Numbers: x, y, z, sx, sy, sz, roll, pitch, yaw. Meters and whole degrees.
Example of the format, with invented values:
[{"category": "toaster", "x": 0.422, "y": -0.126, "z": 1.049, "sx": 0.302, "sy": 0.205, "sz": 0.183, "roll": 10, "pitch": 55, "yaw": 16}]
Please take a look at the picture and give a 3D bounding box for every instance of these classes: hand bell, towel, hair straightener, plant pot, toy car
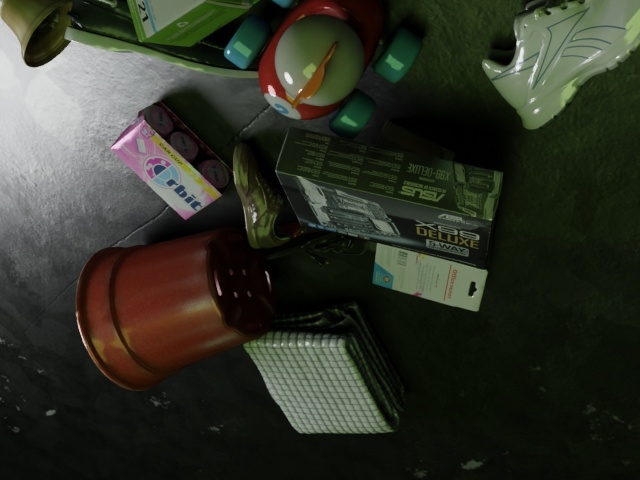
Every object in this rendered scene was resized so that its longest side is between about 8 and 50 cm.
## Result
[{"category": "hand bell", "x": -0.495, "y": -0.390, "z": 1.405, "sx": 0.242, "sy": 0.126, "sz": 0.126, "roll": 40, "pitch": 136, "yaw": 4}, {"category": "towel", "x": 0.010, "y": 0.242, "z": 1.729, "sx": 0.235, "sy": 0.121, "sz": 0.283, "roll": -5, "pitch": 130, "yaw": 31}, {"category": "hair straightener", "x": 0.000, "y": 0.000, "z": 1.564, "sx": 0.230, "sy": 0.047, "sz": 0.089, "roll": -14, "pitch": 124, "yaw": 29}, {"category": "plant pot", "x": -0.241, "y": 0.105, "z": 1.632, "sx": 0.265, "sy": 0.272, "sz": 0.272, "roll": -18, "pitch": 121, "yaw": 27}, {"category": "toy car", "x": -0.010, "y": -0.224, "z": 1.187, "sx": 0.219, "sy": 0.238, "sz": 0.210, "roll": 34, "pitch": 119, "yaw": -10}]

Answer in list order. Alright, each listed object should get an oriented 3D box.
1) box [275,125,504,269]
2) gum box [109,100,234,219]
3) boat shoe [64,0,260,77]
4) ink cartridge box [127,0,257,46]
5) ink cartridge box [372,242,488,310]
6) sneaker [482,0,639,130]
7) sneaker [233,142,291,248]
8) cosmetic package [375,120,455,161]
[{"category": "box", "x": 0.107, "y": -0.058, "z": 1.345, "sx": 0.307, "sy": 0.076, "sz": 0.242, "roll": 14, "pitch": 166, "yaw": 11}, {"category": "gum box", "x": -0.249, "y": -0.136, "z": 1.533, "sx": 0.188, "sy": 0.062, "sz": 0.107, "roll": 45, "pitch": 133, "yaw": -18}, {"category": "boat shoe", "x": -0.218, "y": -0.302, "z": 1.330, "sx": 0.302, "sy": 0.114, "sz": 0.091, "roll": 11, "pitch": 102, "yaw": -5}, {"category": "ink cartridge box", "x": -0.140, "y": -0.386, "z": 1.163, "sx": 0.255, "sy": 0.097, "sz": 0.189, "roll": -21, "pitch": 83, "yaw": 38}, {"category": "ink cartridge box", "x": 0.182, "y": 0.040, "z": 1.493, "sx": 0.181, "sy": 0.061, "sz": 0.104, "roll": 16, "pitch": 136, "yaw": 12}, {"category": "sneaker", "x": 0.312, "y": -0.258, "z": 1.125, "sx": 0.129, "sy": 0.111, "sz": 0.297, "roll": 40, "pitch": 134, "yaw": -5}, {"category": "sneaker", "x": -0.094, "y": -0.076, "z": 1.513, "sx": 0.071, "sy": 0.066, "sz": 0.188, "roll": -5, "pitch": 119, "yaw": 10}, {"category": "cosmetic package", "x": 0.136, "y": -0.125, "z": 1.375, "sx": 0.115, "sy": 0.041, "sz": 0.060, "roll": 25, "pitch": 137, "yaw": 2}]
